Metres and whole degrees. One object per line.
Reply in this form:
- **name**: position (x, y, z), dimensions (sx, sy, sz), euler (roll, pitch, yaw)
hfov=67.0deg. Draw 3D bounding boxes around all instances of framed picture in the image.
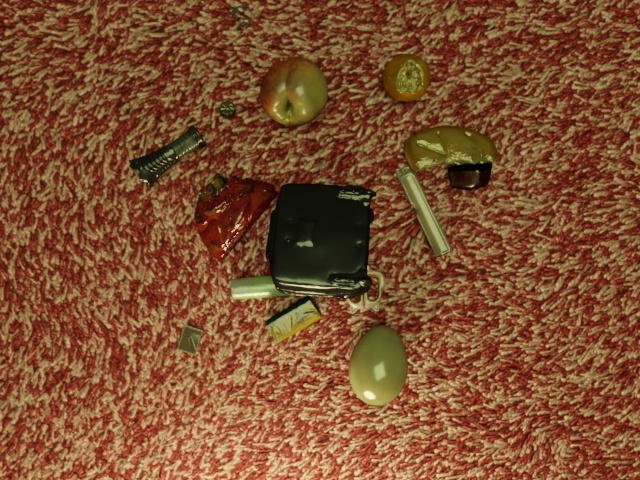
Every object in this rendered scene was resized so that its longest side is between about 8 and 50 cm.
- **framed picture**: position (-0.440, 0.335, 1.632), dimensions (0.066, 0.006, 0.089), euler (17, 92, -2)

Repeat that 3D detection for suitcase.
- **suitcase**: position (0.000, 0.000, 1.511), dimensions (0.339, 0.188, 0.345), euler (5, 74, 1)

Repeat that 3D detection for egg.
- **egg**: position (0.187, 0.400, 1.559), dimensions (0.188, 0.188, 0.254), euler (12, 81, -2)

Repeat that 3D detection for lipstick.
- **lipstick**: position (-0.140, 0.150, 1.600), dimensions (0.304, 0.076, 0.076), euler (-5, 92, -1)

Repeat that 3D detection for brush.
- **brush**: position (0.344, -0.097, 1.621), dimensions (0.060, 0.050, 0.321), euler (-24, 85, 2)

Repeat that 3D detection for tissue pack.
- **tissue pack**: position (-0.085, 0.256, 1.582), dimensions (0.169, 0.120, 0.082), euler (-30, 90, -1)

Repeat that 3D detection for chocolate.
- **chocolate**: position (0.503, -0.205, 1.590), dimensions (0.148, 0.125, 0.080), euler (-8, 108, -5)

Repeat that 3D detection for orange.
- **orange**: position (0.278, -0.527, 1.560), dimensions (0.154, 0.134, 0.155), euler (0, 86, 3)

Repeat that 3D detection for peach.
- **peach**: position (-0.077, -0.477, 1.537), dimensions (0.232, 0.232, 0.233), euler (0, 92, -1)

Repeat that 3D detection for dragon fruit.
- **dragon fruit**: position (-0.309, -0.103, 1.551), dimensions (0.205, 0.152, 0.317), euler (38, 91, -1)

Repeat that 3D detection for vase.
- **vase**: position (-0.489, -0.279, 1.569), dimensions (0.237, 0.115, 0.115), euler (-35, 92, -4)

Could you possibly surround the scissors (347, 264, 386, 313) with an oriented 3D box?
- **scissors**: position (0.138, 0.086, 1.629), dimensions (0.160, 0.024, 0.318), euler (-5, 90, -1)

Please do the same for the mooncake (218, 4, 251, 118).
- **mooncake**: position (-0.280, -0.581, 1.590), dimensions (0.150, 0.057, 0.347), euler (-9, 98, -14)

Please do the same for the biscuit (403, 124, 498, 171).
- **biscuit**: position (0.424, -0.309, 1.594), dimensions (0.299, 0.045, 0.154), euler (-6, 74, 3)
